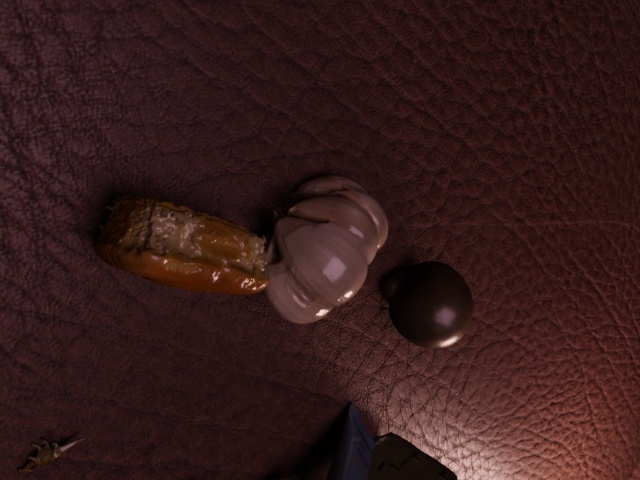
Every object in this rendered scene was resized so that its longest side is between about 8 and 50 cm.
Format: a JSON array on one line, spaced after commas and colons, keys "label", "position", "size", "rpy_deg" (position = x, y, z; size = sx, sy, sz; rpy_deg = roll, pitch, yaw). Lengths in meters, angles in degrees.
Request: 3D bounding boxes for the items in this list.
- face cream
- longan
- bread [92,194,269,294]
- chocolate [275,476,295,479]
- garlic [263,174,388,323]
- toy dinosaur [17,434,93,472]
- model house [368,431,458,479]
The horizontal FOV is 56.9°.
[{"label": "face cream", "position": [0.044, 0.510, 1.168], "size": [0.136, 0.086, 0.385], "rpy_deg": [64, 29, -24]}, {"label": "longan", "position": [0.224, 0.130, 1.250], "size": [0.204, 0.159, 0.185], "rpy_deg": [23, 70, -4]}, {"label": "bread", "position": [-0.193, 0.012, 0.860], "size": [0.245, 0.174, 0.121], "rpy_deg": [23, 85, -48]}, {"label": "chocolate", "position": [0.026, 0.649, 1.259], "size": [0.162, 0.162, 0.445], "rpy_deg": [-42, 124, -20]}, {"label": "garlic", "position": [0.004, 0.005, 1.010], "size": [0.203, 0.184, 0.281], "rpy_deg": [44, 77, -22]}, {"label": "toy dinosaur", "position": [-0.404, 0.314, 0.889], "size": [0.113, 0.026, 0.041], "rpy_deg": [-29, 128, -17]}, {"label": "model house", "position": [0.184, 0.632, 1.383], "size": [0.205, 0.218, 0.279], "rpy_deg": [-40, 143, -31]}]
